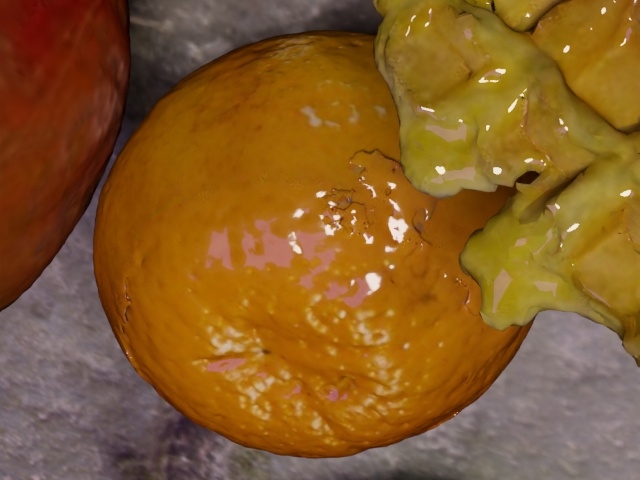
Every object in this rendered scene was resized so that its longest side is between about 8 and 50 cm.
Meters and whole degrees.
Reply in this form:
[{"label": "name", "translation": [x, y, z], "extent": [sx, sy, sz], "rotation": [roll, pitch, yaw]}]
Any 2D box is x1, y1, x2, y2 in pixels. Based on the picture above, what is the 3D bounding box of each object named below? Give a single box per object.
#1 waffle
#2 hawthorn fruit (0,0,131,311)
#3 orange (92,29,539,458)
[{"label": "waffle", "translation": [0.176, -0.091, 0.419], "extent": [0.325, 0.302, 0.068], "rotation": [4, 160, 7]}, {"label": "hawthorn fruit", "translation": [-0.218, -0.081, 0.587], "extent": [0.258, 0.258, 0.262], "rotation": [-5, 74, 31]}, {"label": "orange", "translation": [0.002, 0.002, 0.608], "extent": [0.219, 0.193, 0.219], "rotation": [13, 150, 8]}]
